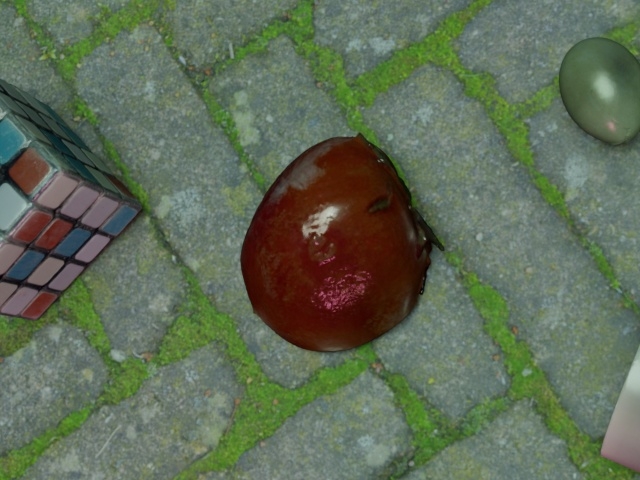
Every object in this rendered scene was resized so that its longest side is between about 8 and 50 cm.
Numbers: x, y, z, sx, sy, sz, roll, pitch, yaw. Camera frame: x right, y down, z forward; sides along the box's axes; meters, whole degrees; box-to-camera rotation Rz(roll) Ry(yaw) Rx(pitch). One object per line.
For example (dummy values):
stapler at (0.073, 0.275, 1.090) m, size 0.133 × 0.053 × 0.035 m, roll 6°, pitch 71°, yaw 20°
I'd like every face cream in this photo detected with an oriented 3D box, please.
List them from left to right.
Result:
face cream at (0.470, 0.202, 1.667) m, size 0.179 × 0.218 × 0.218 m, roll 22°, pitch 86°, yaw 17°

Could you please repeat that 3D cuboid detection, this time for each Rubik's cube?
Rubik's cube at (-0.466, -0.065, 1.958) m, size 0.253 × 0.259 × 0.256 m, roll -46°, pitch 70°, yaw 4°

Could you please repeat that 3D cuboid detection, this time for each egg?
egg at (0.383, -0.201, 1.820) m, size 0.114 × 0.114 × 0.152 m, roll -22°, pitch 76°, yaw 11°

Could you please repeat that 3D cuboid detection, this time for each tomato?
tomato at (0.002, -0.003, 1.862) m, size 0.309 × 0.170 × 0.309 m, roll -3°, pitch 78°, yaw 14°
